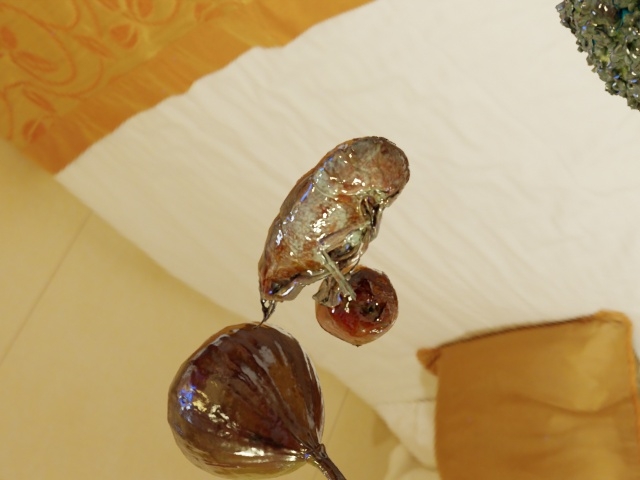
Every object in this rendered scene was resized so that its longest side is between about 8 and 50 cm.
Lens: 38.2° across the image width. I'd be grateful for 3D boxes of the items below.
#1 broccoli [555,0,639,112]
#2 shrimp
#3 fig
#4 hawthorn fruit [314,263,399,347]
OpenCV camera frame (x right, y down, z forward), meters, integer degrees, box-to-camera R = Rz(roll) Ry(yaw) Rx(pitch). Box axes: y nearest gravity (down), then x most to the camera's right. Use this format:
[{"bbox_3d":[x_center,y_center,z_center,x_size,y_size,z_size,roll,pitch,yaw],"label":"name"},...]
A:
[{"bbox_3d":[0.185,-0.141,0.433,0.167,0.160,0.155,57,155,25],"label":"broccoli"},{"bbox_3d":[-0.001,0.000,0.649,0.073,0.075,0.190,25,120,-14],"label":"shrimp"},{"bbox_3d":[-0.049,0.248,1.207,0.320,0.217,0.217,29,159,39],"label":"fig"},{"bbox_3d":[0.032,0.053,0.780,0.077,0.077,0.077,18,150,11],"label":"hawthorn fruit"}]
